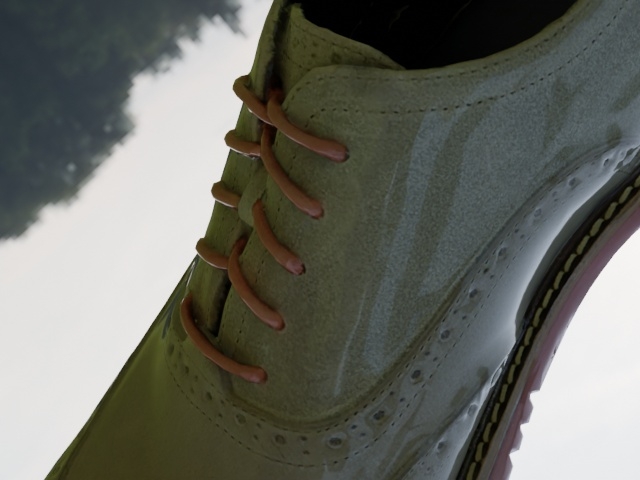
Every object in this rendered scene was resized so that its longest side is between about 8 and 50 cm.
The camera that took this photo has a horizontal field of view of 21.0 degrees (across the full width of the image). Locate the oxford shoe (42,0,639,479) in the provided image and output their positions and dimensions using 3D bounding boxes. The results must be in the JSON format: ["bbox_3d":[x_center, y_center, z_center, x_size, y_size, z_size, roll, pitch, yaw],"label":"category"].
[{"bbox_3d":[0.000,0.000,0.513,0.140,0.146,0.397,33,-95,41],"label":"oxford shoe"}]
